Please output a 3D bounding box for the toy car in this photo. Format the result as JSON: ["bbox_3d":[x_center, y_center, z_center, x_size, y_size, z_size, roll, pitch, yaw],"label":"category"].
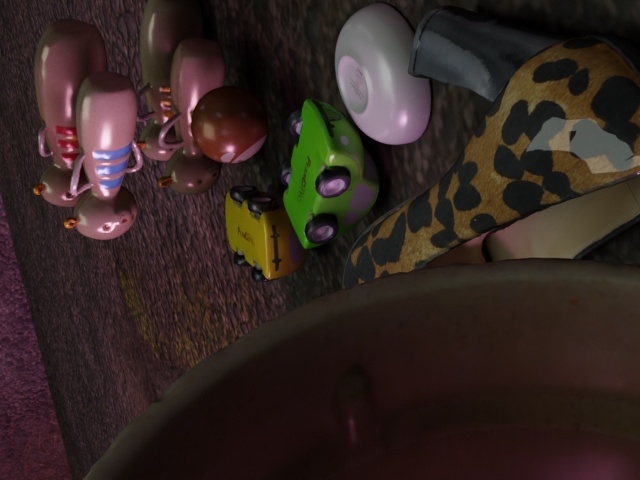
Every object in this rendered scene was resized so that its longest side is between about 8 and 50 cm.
[{"bbox_3d":[0.000,0.000,0.724,0.225,0.053,0.239,105,148,-47],"label":"toy car"}]

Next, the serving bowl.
[{"bbox_3d":[0.030,-0.093,0.624,0.083,0.027,0.083,47,148,44],"label":"serving bowl"}]

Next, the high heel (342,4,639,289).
[{"bbox_3d":[0.084,0.033,0.487,0.186,0.093,0.261,-138,48,-61],"label":"high heel"}]

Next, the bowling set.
[{"bbox_3d":[-0.139,-0.064,0.796,0.200,0.287,0.154,31,130,30],"label":"bowling set"}]

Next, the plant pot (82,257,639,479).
[{"bbox_3d":[0.084,0.228,0.390,0.334,0.334,0.305,50,155,42],"label":"plant pot"}]
